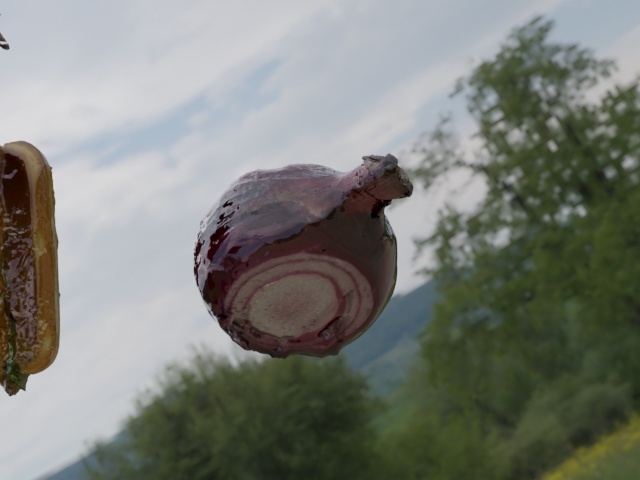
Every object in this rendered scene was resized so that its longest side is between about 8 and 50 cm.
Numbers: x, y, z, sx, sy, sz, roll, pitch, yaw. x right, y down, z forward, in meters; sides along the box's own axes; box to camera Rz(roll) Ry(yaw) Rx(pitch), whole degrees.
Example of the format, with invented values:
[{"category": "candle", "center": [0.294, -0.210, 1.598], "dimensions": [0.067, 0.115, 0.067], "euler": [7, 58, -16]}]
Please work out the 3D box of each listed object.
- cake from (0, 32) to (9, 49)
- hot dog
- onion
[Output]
[{"category": "cake", "center": [-0.321, -0.061, 1.175], "dimensions": [0.287, 0.135, 0.098], "euler": [-47, -19, 30]}, {"category": "hot dog", "center": [-0.303, 0.027, 1.448], "dimensions": [0.104, 0.250, 0.076], "euler": [-3, -12, -15]}, {"category": "onion", "center": [-0.005, -0.010, 1.193], "dimensions": [0.173, 0.135, 0.198], "euler": [22, -61, -39]}]
